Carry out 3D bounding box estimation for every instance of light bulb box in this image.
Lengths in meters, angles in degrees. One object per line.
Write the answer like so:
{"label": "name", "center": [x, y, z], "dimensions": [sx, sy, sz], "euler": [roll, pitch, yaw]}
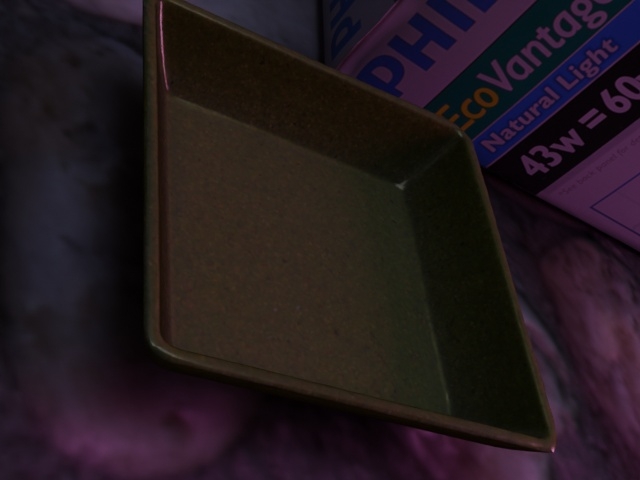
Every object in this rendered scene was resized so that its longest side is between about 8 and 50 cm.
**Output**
{"label": "light bulb box", "center": [0.204, -0.206, 0.647], "dimensions": [0.361, 0.225, 0.358], "euler": [24, 42, -27]}

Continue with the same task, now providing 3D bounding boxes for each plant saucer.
{"label": "plant saucer", "center": [0.000, 0.000, 0.413], "dimensions": [0.188, 0.045, 0.188], "euler": [19, 45, -30]}
